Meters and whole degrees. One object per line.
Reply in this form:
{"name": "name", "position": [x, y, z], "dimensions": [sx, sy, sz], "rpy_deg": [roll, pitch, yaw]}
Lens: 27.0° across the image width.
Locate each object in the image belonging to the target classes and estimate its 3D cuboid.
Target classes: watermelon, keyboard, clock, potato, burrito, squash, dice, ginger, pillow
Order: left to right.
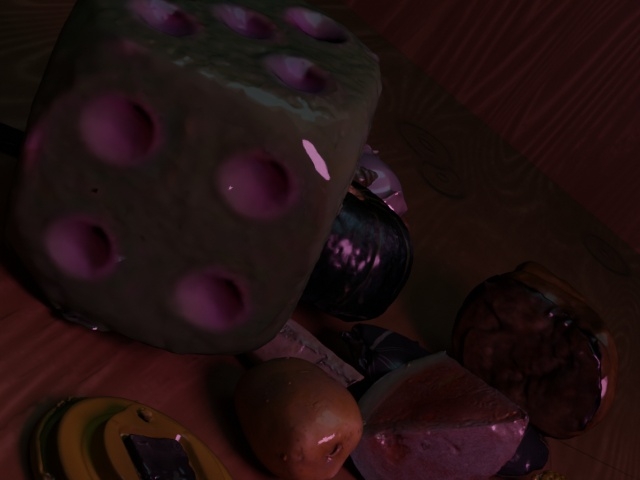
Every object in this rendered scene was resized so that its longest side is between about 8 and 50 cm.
{"name": "keyboard", "position": [-0.328, -0.104, 1.615], "dimensions": [0.195, 0.018, 0.060], "rpy_deg": [24, 18, -37]}
{"name": "clock", "position": [-0.148, 0.215, 1.193], "dimensions": [0.237, 0.057, 0.237], "rpy_deg": [33, 22, -15]}
{"name": "dice", "position": [-0.136, -0.096, 1.405], "dimensions": [0.330, 0.322, 0.318], "rpy_deg": [21, 29, -3]}
{"name": "burrito", "position": [-0.059, 0.116, 1.528], "dimensions": [0.226, 0.087, 0.060], "rpy_deg": [41, 13, 15]}
{"name": "potato", "position": [-0.024, 0.186, 1.397], "dimensions": [0.178, 0.118, 0.109], "rpy_deg": [46, -19, 57]}
{"name": "squash", "position": [0.000, 0.000, 1.711], "dimensions": [0.252, 0.165, 0.252], "rpy_deg": [29, 12, -7]}
{"name": "pillow", "position": [0.165, 0.211, 1.694], "dimensions": [0.335, 0.092, 0.161], "rpy_deg": [31, 18, -23]}
{"name": "watermelon", "position": [0.149, 0.221, 1.519], "dimensions": [0.202, 0.136, 0.207], "rpy_deg": [7, 48, 25]}
{"name": "ginger", "position": [0.310, 0.163, 1.877], "dimensions": [0.269, 0.200, 0.223], "rpy_deg": [37, 19, 25]}

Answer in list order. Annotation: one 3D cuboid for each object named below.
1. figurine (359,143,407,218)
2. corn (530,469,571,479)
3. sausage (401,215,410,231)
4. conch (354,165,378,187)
{"name": "figurine", "position": [0.038, -0.099, 2.070], "dimensions": [0.200, 0.133, 0.276], "rpy_deg": [15, 30, -42]}
{"name": "corn", "position": [0.353, 0.379, 1.687], "dimensions": [0.238, 0.080, 0.080], "rpy_deg": [36, 20, 0]}
{"name": "sausage", "position": [0.125, -0.036, 2.231], "dimensions": [0.034, 0.034, 0.083], "rpy_deg": [25, 25, -34]}
{"name": "conch", "position": [-0.005, -0.053, 1.895], "dimensions": [0.137, 0.114, 0.234], "rpy_deg": [7, 35, 36]}
